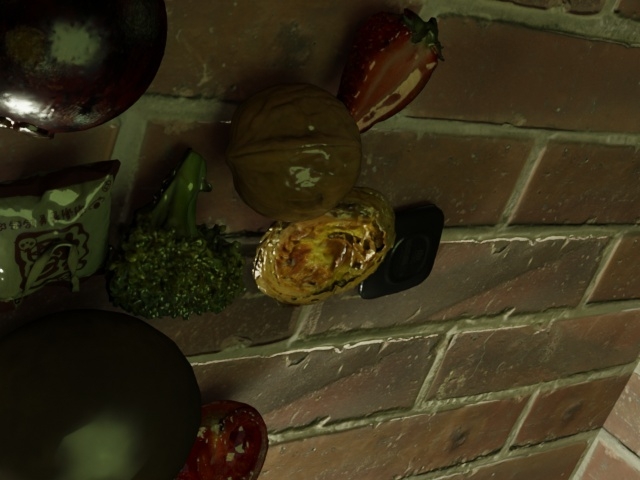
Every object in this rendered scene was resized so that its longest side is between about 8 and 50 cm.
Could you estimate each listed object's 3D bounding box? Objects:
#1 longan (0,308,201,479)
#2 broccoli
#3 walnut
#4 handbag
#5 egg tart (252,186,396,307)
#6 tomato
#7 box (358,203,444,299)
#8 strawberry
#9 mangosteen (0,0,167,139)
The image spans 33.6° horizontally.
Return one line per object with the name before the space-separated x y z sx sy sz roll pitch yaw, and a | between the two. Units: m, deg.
longan | -0.378 0.280 1.612 0.405 0.336 0.404 -25 176 -2
broccoli | -0.195 0.016 1.636 0.273 0.180 0.242 -59 166 -5
walnut | -0.046 -0.139 1.677 0.228 0.228 0.228 -25 136 -27
handbag | -0.396 -0.011 1.515 0.213 0.127 0.235 -19 145 -30
egg tart | 0.000 0.000 1.907 0.297 0.132 0.297 -17 141 -15
tomato | -0.221 0.401 2.005 0.233 0.140 0.200 -15 112 -39
box | 0.162 0.027 2.135 0.201 0.042 0.212 -17 133 -36
strawberry | 0.104 -0.281 1.780 0.174 0.098 0.228 5 121 -45
mangosteen | -0.324 -0.273 1.244 0.311 0.311 0.311 -25 136 -27
